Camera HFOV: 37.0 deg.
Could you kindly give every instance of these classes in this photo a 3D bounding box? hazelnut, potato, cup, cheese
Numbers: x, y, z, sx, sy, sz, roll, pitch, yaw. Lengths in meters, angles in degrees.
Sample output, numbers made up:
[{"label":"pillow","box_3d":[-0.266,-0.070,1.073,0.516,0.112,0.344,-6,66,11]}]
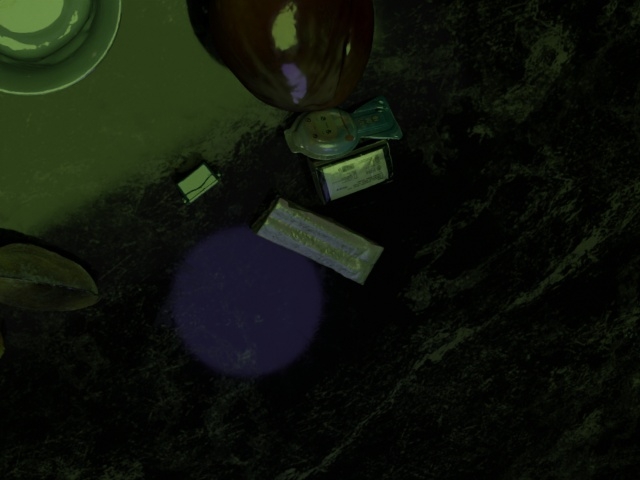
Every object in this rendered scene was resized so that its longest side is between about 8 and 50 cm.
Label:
[{"label":"hazelnut","box_3d":[-0.054,-0.415,1.821,0.315,0.372,0.372,-19,120,34]},{"label":"potato","box_3d":[-0.596,0.075,1.982,0.261,0.100,0.120,15,143,-34]},{"label":"cup","box_3d":[-0.546,-0.451,1.758,0.347,0.163,0.347,-5,110,-15]},{"label":"cheese","box_3d":[0.044,-0.237,2.033,0.245,0.135,0.052,-15,155,-13]}]

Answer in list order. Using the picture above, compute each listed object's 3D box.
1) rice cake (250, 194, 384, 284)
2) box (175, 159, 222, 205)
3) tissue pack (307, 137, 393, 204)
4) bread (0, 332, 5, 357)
[{"label":"rice cake","box_3d":[0.000,-0.002,2.129,0.298,0.050,0.106,26,99,-22]},{"label":"box","box_3d":[-0.258,-0.124,2.006,0.099,0.074,0.054,-38,100,-1]},{"label":"tissue pack","box_3d":[0.067,-0.158,2.073,0.170,0.090,0.103,-19,118,-7]},{"label":"bread","box_3d":[-0.785,0.211,1.960,0.270,0.098,0.087,8,148,-19]}]
